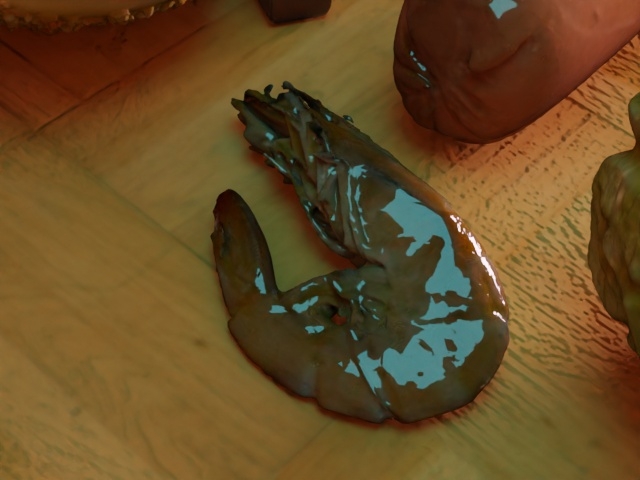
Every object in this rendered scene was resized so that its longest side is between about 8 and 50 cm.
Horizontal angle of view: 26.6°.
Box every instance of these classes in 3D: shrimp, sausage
[{"bbox_3d":[0.001,0.002,0.710,0.133,0.053,0.236,-34,61,-7],"label":"shrimp"},{"bbox_3d":[0.155,-0.170,0.819,0.121,0.121,0.304,32,53,21],"label":"sausage"}]

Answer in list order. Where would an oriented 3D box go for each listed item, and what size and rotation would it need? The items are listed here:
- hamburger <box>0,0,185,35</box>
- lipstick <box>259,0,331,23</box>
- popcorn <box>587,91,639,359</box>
[{"bbox_3d":[-0.183,-0.231,0.779,0.302,0.170,0.302,10,26,-5],"label":"hamburger"},{"bbox_3d":[-0.037,-0.203,0.877,0.045,0.045,0.145,-11,50,-19],"label":"lipstick"},{"bbox_3d":[0.224,0.002,0.637,0.185,0.167,0.187,-1,43,-46],"label":"popcorn"}]
